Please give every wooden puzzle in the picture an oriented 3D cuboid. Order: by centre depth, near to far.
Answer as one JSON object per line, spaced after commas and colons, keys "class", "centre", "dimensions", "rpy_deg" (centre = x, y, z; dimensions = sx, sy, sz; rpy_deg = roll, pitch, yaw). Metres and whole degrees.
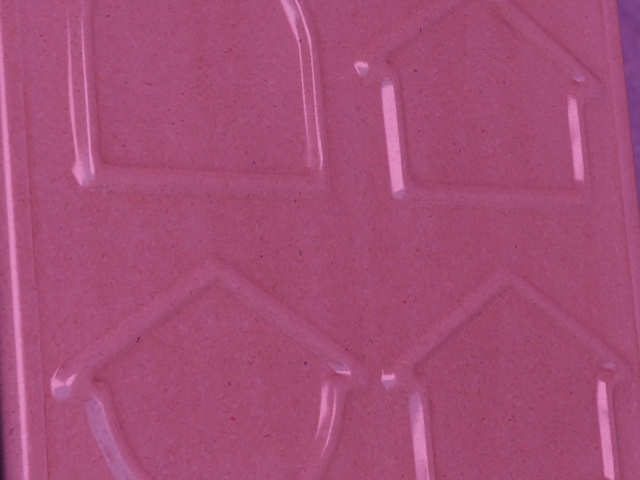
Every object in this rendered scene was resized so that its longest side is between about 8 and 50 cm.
{"class": "wooden puzzle", "centre": [0.000, 0.000, 0.789], "dimensions": [0.322, 0.080, 0.347], "rpy_deg": [2, 75, -38]}
